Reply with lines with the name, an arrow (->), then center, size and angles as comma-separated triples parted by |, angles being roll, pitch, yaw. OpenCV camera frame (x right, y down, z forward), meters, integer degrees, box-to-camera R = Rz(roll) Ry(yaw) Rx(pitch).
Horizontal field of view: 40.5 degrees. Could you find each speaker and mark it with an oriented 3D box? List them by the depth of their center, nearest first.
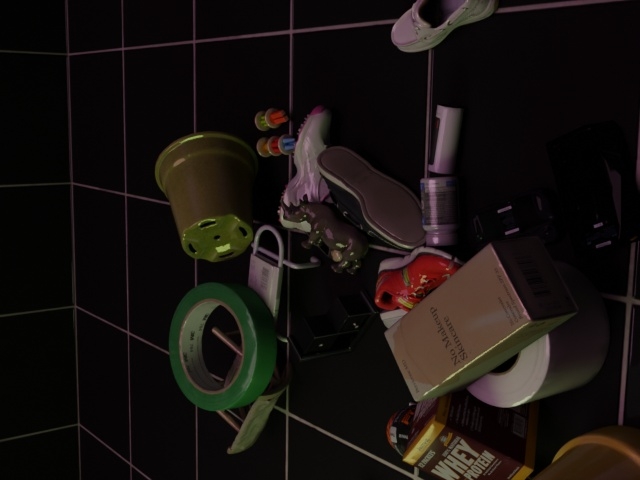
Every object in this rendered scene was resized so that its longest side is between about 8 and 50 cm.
speaker -> 0.252, -0.204, 1.733 | 0.055, 0.055, 0.136 | 27, 116, 49

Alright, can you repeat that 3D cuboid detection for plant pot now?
plant pot -> 0.444, 0.449, 1.410 | 0.254, 0.239, 0.253 | 12, 105, 52
plant pot -> -0.276, -0.094, 2.223 | 0.276, 0.276, 0.253 | -56, 36, 41

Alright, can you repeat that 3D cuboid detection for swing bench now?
swing bench -> -0.201, 0.389, 2.336 | 0.254, 0.165, 0.253 | 52, 132, 29

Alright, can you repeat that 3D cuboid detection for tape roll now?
tape roll -> 0.362, 0.162, 1.540 | 0.246, 0.169, 0.246 | 11, 104, 52
tape roll -> -0.251, 0.266, 2.193 | 0.321, 0.077, 0.321 | -3, 85, 39

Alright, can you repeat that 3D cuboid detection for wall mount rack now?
wall mount rack -> -0.135, 0.108, 2.242 | 0.304, 0.131, 0.349 | 27, 116, 45

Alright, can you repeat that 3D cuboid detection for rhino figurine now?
rhino figurine -> 0.007, -0.026, 1.996 | 0.243, 0.073, 0.106 | 38, 118, 5

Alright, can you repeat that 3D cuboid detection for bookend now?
bookend -> 0.029, 0.196, 2.000 | 0.072, 0.156, 0.157 | 58, 135, 31

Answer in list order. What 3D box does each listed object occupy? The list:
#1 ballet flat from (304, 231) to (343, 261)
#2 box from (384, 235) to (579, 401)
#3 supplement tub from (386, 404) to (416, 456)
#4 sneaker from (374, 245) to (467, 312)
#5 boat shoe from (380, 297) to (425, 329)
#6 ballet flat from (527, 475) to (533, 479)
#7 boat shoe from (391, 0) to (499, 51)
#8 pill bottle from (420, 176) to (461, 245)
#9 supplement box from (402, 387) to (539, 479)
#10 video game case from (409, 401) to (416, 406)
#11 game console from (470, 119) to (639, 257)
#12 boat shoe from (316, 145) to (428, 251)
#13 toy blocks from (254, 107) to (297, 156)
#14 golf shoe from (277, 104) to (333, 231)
ballet flat -> 0.000, 0.000, 2.101 | 0.173, 0.049, 0.057 | 44, 129, 41
box -> 0.256, 0.135, 1.433 | 0.311, 0.121, 0.147 | -49, 57, 44
supplement tub -> 0.219, 0.396, 1.769 | 0.190, 0.117, 0.116 | -17, 80, 65
sneaker -> 0.203, 0.091, 1.771 | 0.279, 0.107, 0.118 | -27, 41, 61
boat shoe -> 0.200, 0.166, 1.850 | 0.184, 0.066, 0.063 | -18, 99, 47
ballet flat -> 0.350, 0.464, 1.686 | 0.241, 0.091, 0.077 | 16, 77, 47
boat shoe -> 0.220, -0.448, 1.707 | 0.277, 0.096, 0.098 | -18, 81, 53
pill bottle -> 0.242, -0.059, 1.744 | 0.078, 0.078, 0.137 | 1, 95, 53
supplement box -> 0.279, 0.342, 1.589 | 0.194, 0.191, 0.129 | 27, 127, -2
video game case -> 0.233, 0.412, 1.877 | 0.122, 0.011, 0.087 | 20, 110, 50
game console -> 0.404, -0.061, 1.560 | 0.361, 0.044, 0.213 | -23, 74, 52
boat shoe -> 0.114, -0.071, 1.893 | 0.340, 0.127, 0.113 | 40, 153, 31
toy blocks -> -0.104, -0.277, 2.199 | 0.148, 0.054, 0.123 | 1, 96, 53
golf shoe -> -0.001, -0.163, 2.057 | 0.140, 0.115, 0.306 | 19, 106, 20
